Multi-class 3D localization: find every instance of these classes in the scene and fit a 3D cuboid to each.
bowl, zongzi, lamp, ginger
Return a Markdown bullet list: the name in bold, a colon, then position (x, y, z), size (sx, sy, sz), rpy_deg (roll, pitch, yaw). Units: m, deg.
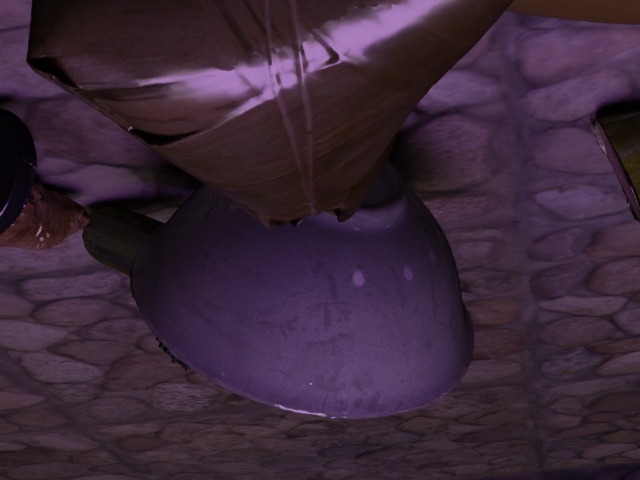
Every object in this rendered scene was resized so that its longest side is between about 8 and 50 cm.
- **bowl**: position (0.000, 0.000, 1.349), size (0.313, 0.313, 0.146), rpy_deg (3, 123, -18)
- **zongzi**: position (0.053, -0.122, 1.081), size (0.418, 0.181, 0.447), rpy_deg (-11, 162, 18)
- **lamp**: position (-0.350, -0.132, 1.159), size (0.130, 0.108, 0.371), rpy_deg (-3, 149, 34)
- **ginger**: position (-0.317, -0.025, 1.407), size (0.213, 0.074, 0.137), rpy_deg (3, 168, -7)

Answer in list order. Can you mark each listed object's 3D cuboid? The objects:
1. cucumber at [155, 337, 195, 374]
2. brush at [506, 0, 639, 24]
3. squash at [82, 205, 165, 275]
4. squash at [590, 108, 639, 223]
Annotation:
- **cucumber**: position (-0.085, 0.058, 1.619), size (0.096, 0.096, 0.359), rpy_deg (3, 162, -20)
- **brush**: position (0.219, -0.198, 1.059), size (0.197, 0.059, 0.123), rpy_deg (3, 162, -17)
- **squash**: position (-0.128, 0.027, 1.463), size (0.229, 0.066, 0.066), rpy_deg (24, 171, 25)
- **squash**: position (0.318, -0.087, 1.368), size (0.132, 0.105, 0.105), rpy_deg (-26, 157, 5)
